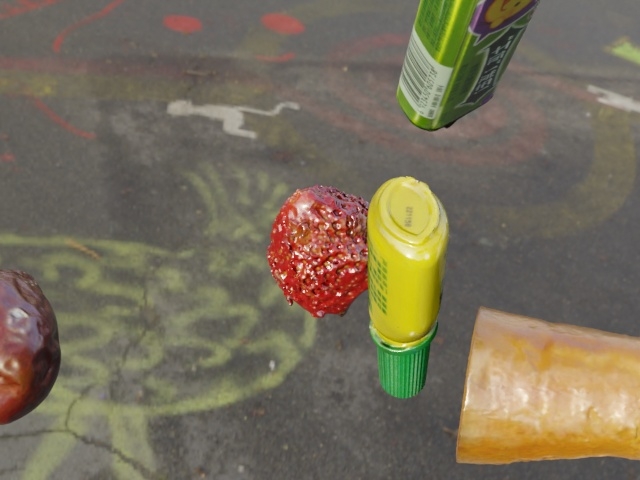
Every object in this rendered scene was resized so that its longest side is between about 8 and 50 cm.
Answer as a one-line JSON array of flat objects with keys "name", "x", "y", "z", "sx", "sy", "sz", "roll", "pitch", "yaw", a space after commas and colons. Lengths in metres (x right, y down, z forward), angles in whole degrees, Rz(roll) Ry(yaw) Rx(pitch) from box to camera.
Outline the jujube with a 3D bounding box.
[{"name": "jujube", "x": -0.380, "y": 0.113, "z": 1.056, "sx": 0.168, "sy": 0.168, "sz": 0.236, "roll": 7, "pitch": 21, "yaw": -9}]

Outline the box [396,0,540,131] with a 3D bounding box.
[{"name": "box", "x": 0.165, "y": -0.243, "z": 0.988, "sx": 0.134, "sy": 0.345, "sz": 0.097, "roll": -30, "pitch": 77, "yaw": -9}]

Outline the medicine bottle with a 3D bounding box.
[{"name": "medicine bottle", "x": 0.086, "y": 0.068, "z": 0.927, "sx": 0.076, "sy": 0.309, "sz": 0.111, "roll": -5, "pitch": 50, "yaw": -2}]

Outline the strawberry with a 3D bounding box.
[{"name": "strawberry", "x": 0.000, "y": 0.000, "z": 1.300, "sx": 0.186, "sy": 0.201, "sz": 0.184, "roll": -34, "pitch": 53, "yaw": 3}]

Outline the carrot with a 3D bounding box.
[{"name": "carrot", "x": 0.293, "y": 0.184, "z": 1.051, "sx": 0.254, "sy": 0.196, "sz": 0.196, "roll": 6, "pitch": 32, "yaw": 13}]
